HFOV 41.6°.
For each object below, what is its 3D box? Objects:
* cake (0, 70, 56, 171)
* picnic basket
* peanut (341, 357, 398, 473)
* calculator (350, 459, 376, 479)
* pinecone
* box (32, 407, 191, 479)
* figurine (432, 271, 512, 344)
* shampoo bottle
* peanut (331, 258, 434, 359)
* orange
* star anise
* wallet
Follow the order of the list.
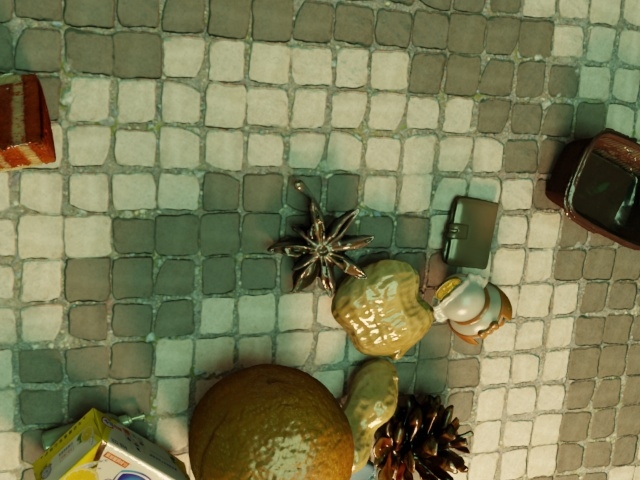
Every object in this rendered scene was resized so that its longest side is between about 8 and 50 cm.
[{"bbox_3d":[-0.513,-0.144,1.366,0.158,0.262,0.159,-13,127,-13],"label":"cake"},{"bbox_3d":[0.636,-0.117,1.861,0.297,0.129,0.222,22,94,-25],"label":"picnic basket"},{"bbox_3d":[0.087,0.369,1.766,0.101,0.117,0.263,34,77,-17],"label":"peanut"},{"bbox_3d":[0.029,0.509,1.844,0.210,0.039,0.121,30,90,-24],"label":"calculator"},{"bbox_3d":[0.225,0.447,1.816,0.201,0.202,0.229,13,89,14],"label":"pinecone"},{"bbox_3d":[-0.388,0.453,1.601,0.168,0.097,0.265,-42,127,3],"label":"box"},{"bbox_3d":[0.317,0.141,1.778,0.143,0.143,0.271,-60,152,2],"label":"figurine"},{"bbox_3d":[-0.434,0.366,1.624,0.195,0.056,0.056,-16,109,-16],"label":"shampoo bottle"},{"bbox_3d":[0.134,0.150,1.752,0.197,0.110,0.233,-30,112,-2],"label":"peanut"},{"bbox_3d":[-0.094,0.417,1.621,0.322,0.322,0.357,-12,121,-17],"label":"orange"},{"bbox_3d":[0.000,-0.001,1.673,0.209,0.089,0.231,5,97,-7],"label":"star anise"},{"bbox_3d":[0.321,-0.017,1.819,0.118,0.039,0.152,9,97,-25],"label":"wallet"}]
